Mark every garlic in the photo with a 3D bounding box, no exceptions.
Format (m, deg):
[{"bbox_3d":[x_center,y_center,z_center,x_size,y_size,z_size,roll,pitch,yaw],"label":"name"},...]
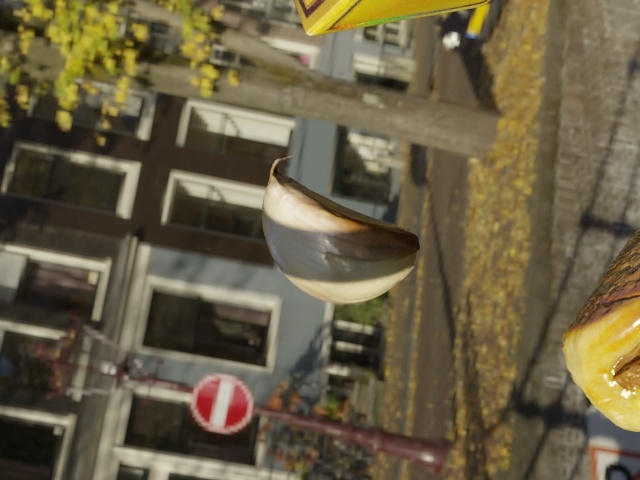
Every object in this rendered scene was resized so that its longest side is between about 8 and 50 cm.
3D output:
[{"bbox_3d":[0.001,-0.004,1.277,0.128,0.206,0.115,-56,-8,0],"label":"garlic"}]

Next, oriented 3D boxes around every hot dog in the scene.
[{"bbox_3d":[0.505,0.065,1.494,0.405,0.185,0.223,-48,11,-32],"label":"hot dog"}]

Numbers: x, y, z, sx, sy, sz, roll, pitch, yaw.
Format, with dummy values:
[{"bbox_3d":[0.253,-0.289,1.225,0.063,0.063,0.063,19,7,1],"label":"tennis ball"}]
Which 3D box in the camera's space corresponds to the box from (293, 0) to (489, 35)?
[{"bbox_3d":[0.123,-0.257,0.794,0.301,0.192,0.084,-32,78,55],"label":"box"}]
